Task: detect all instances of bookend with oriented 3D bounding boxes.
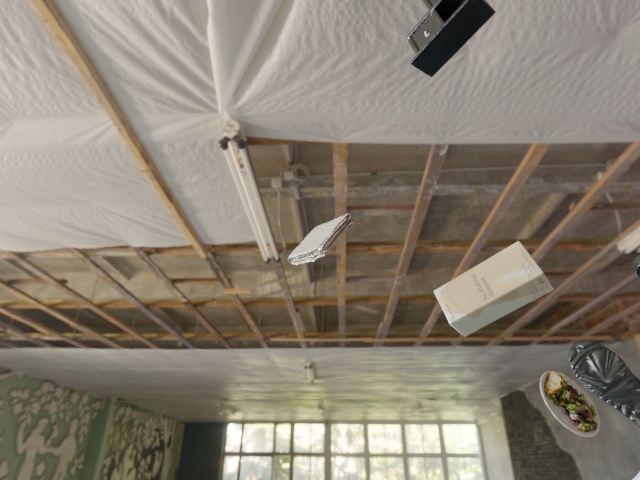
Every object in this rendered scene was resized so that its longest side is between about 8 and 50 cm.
[{"bbox_3d":[0.226,-0.440,0.827,0.073,0.157,0.156,10,-39,-39],"label":"bookend"}]

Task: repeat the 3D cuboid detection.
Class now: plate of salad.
[{"bbox_3d":[0.743,0.474,1.250,0.200,0.199,0.048,11,-47,-19],"label":"plate of salad"}]

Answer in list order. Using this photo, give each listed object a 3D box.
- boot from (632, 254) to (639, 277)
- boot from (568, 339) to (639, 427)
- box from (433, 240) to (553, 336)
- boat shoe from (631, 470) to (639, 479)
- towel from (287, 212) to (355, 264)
[{"bbox_3d":[1.136,0.137,1.226,0.348,0.260,0.131,-16,-53,26],"label":"boot"},{"bbox_3d":[0.322,0.161,0.438,0.099,0.121,0.045,28,-73,-43],"label":"boot"},{"bbox_3d":[0.539,0.158,1.339,0.311,0.147,0.121,-36,-48,18],"label":"box"},{"bbox_3d":[0.730,0.517,0.887,0.076,0.080,0.228,5,-56,-5],"label":"boat shoe"},{"bbox_3d":[0.000,0.000,1.499,0.049,0.187,0.282,48,-25,-12],"label":"towel"}]
